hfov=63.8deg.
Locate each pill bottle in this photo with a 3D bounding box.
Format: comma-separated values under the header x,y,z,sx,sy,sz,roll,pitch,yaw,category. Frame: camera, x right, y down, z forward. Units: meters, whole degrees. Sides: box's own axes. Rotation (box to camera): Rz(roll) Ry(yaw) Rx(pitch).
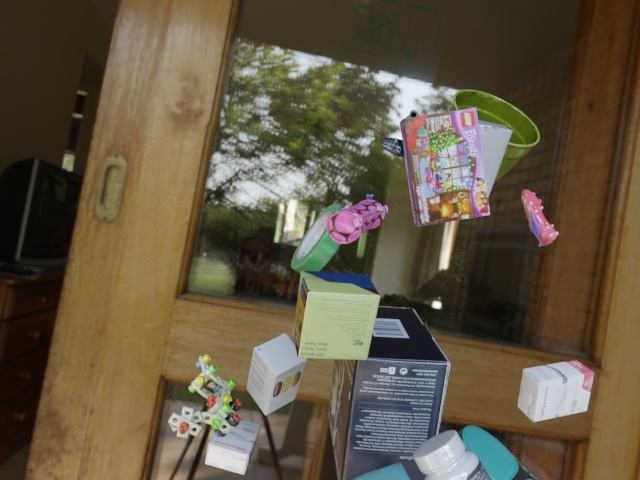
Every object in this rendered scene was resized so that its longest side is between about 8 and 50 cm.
x,y,z,sx,sy,sz,roll,pitch,yaw,category
0.373,0.656,1.339,0.161,0.283,0.161,-30,-10,-6,pill bottle

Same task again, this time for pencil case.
x,y,z,sx,sy,sz,roll,pitch,yaw,category
0.095,-0.053,1.289,0.098,0.095,0.209,-6,11,26,pencil case

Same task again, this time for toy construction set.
x,y,z,sx,sy,sz,roll,pitch,yaw,category
-0.378,0.547,1.747,0.215,0.151,0.328,49,17,-11,toy construction set

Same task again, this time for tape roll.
x,y,z,sx,sy,sz,roll,pitch,yaw,category
0.000,0.000,2.112,0.077,0.321,0.321,34,-8,-14,tape roll

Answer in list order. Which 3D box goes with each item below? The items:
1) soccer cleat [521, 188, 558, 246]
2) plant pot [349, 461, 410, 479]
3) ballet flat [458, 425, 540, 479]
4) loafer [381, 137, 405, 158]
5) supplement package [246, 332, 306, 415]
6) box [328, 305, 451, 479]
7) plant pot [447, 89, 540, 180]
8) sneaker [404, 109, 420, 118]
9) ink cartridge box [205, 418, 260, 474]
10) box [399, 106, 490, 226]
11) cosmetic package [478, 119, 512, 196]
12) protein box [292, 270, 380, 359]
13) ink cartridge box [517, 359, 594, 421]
x,y,z,sx,sy,sz,roll,pitch,yaw,category
0.889,-0.094,2.139,0.082,0.248,0.095,-11,-23,-31,soccer cleat
0.122,0.716,1.332,0.234,0.166,0.165,-2,33,-21,plant pot
0.662,0.847,1.752,0.164,0.182,0.482,-27,41,-33,ballet flat
0.300,-0.326,1.879,0.169,0.062,0.061,21,-8,0,loafer
-0.158,0.469,1.802,0.139,0.244,0.134,-21,51,-35,supplement package
0.206,0.521,1.762,0.297,0.473,0.480,4,12,-4,box
0.623,-0.357,2.090,0.366,0.367,0.353,13,-47,-12,plant pot
0.322,-0.353,1.786,0.086,0.229,0.132,-9,-27,24,sneaker
-0.366,0.859,2.175,0.171,0.100,0.237,14,11,3,ink cartridge box
0.337,-0.198,1.398,0.200,0.294,0.057,-10,4,-3,box
0.524,-0.272,1.700,0.127,0.238,0.107,12,21,-6,cosmetic package
0.037,0.207,1.426,0.199,0.201,0.136,4,20,-12,protein box
0.783,0.501,1.719,0.217,0.159,0.092,-5,20,-17,ink cartridge box
